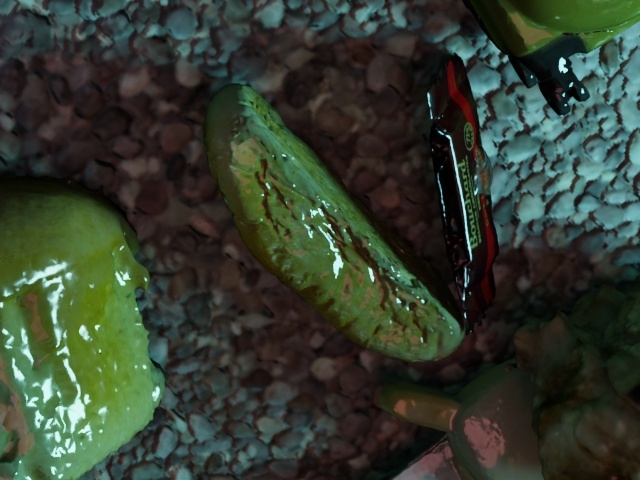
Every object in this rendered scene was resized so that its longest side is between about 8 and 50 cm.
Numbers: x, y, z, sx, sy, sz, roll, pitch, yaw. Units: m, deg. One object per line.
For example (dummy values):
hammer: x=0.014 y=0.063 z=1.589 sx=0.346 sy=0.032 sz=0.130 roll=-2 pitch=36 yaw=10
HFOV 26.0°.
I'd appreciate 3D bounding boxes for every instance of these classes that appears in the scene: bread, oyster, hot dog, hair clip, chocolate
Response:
bread: x=-0.226 y=0.064 z=0.879 sx=0.262 sy=0.162 sz=0.204 roll=-17 pitch=104 yaw=-17
oyster: x=0.302 y=0.110 z=0.988 sx=0.337 sy=0.133 sz=0.198 roll=-7 pitch=83 yaw=-27
hot dog: x=0.000 y=0.000 z=0.927 sx=0.073 sy=0.084 sz=0.242 roll=-42 pitch=114 yaw=10
hair clip: x=0.105 y=0.153 z=1.023 sx=0.218 sy=0.071 sz=0.159 roll=-36 pitch=111 yaw=2
chocolate: x=0.099 y=-0.032 z=0.932 sx=0.028 sy=0.086 sz=0.182 roll=1 pitch=113 yaw=22

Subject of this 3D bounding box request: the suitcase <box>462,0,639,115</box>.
suitcase: x=0.153 y=-0.218 z=0.825 sx=0.194 sy=0.143 sz=0.235 roll=-33 pitch=113 yaw=6
